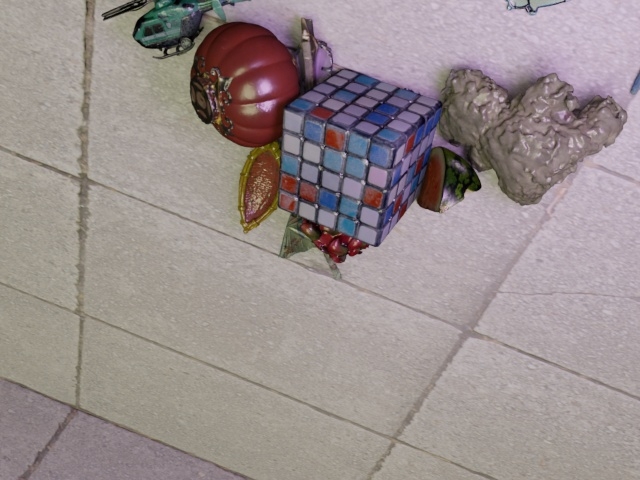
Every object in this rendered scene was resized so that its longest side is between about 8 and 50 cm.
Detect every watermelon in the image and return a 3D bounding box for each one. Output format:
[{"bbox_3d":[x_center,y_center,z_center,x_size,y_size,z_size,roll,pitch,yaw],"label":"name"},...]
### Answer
[{"bbox_3d":[0.334,-0.146,1.525,0.129,0.303,0.159,13,97,-4],"label":"watermelon"}]

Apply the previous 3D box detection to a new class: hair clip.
[{"bbox_3d":[-0.021,-0.410,1.527,0.106,0.084,0.292,8,133,9],"label":"hair clip"}]

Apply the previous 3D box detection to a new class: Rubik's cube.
[{"bbox_3d":[0.091,-0.207,1.470,0.292,0.293,0.286,22,131,18],"label":"Rubik's cube"}]

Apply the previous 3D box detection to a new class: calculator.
[{"bbox_3d":[0.470,-0.537,1.310,0.141,0.019,0.094,-6,123,23],"label":"calculator"}]

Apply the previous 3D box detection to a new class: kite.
[{"bbox_3d":[0.000,0.000,1.863,0.335,0.011,0.314,-16,119,27],"label":"kite"}]

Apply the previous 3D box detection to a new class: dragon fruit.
[{"bbox_3d":[0.051,-0.047,1.659,0.198,0.273,0.218,16,103,15],"label":"dragon fruit"}]

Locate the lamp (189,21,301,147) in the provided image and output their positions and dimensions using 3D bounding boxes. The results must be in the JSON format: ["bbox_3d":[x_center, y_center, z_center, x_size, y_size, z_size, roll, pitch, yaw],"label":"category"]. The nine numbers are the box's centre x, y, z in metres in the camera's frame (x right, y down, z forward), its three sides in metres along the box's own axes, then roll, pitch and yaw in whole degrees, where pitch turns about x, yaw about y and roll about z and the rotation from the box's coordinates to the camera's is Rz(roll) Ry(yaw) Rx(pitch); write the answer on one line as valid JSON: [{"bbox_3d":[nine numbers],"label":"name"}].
[{"bbox_3d":[-0.181,-0.375,1.476,0.303,0.257,0.303,42,147,36],"label":"lamp"}]

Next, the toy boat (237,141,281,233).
[{"bbox_3d":[-0.168,-0.165,1.742,0.141,0.099,0.317,19,126,-1],"label":"toy boat"}]

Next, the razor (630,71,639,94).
[{"bbox_3d":[0.722,-0.383,1.337,0.068,0.040,0.135,17,135,6],"label":"razor"}]

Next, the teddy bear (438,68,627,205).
[{"bbox_3d":[0.447,-0.271,1.414,0.367,0.224,0.357,49,148,10],"label":"teddy bear"}]

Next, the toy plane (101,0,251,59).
[{"bbox_3d":[-0.335,-0.556,1.485,0.382,0.106,0.155,-9,133,19],"label":"toy plane"}]
